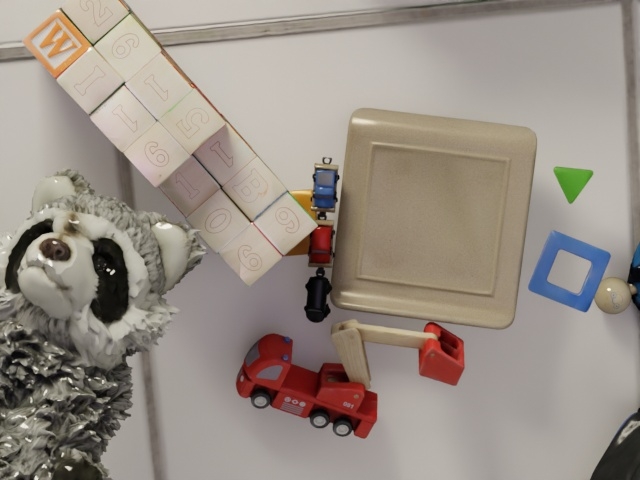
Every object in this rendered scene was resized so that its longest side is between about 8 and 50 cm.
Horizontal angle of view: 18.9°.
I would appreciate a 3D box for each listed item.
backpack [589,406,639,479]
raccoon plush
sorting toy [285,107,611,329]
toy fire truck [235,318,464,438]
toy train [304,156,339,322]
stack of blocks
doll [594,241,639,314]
[{"bbox_3d":[0.383,0.326,1.894,0.263,0.213,0.276,30,92,-23],"label":"backpack"},{"bbox_3d":[-0.265,0.129,1.740,0.216,0.446,0.299,31,62,-7],"label":"raccoon plush"},{"bbox_3d":[0.107,-0.022,1.851,0.348,0.047,0.196,7,95,5],"label":"sorting toy"},{"bbox_3d":[0.028,0.122,1.851,0.192,0.047,0.135,20,122,-11],"label":"toy fire truck"},{"bbox_3d":[0.000,0.000,1.821,0.027,0.036,0.158,4,95,6],"label":"toy train"},{"bbox_3d":[-0.133,-0.099,1.736,0.087,0.171,0.297,-41,99,1],"label":"stack of blocks"},{"bbox_3d":[0.361,0.027,1.906,0.189,0.046,0.129,-19,112,2],"label":"doll"}]
